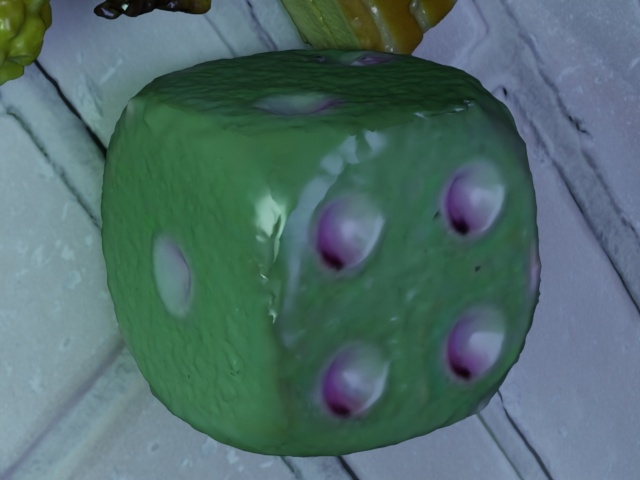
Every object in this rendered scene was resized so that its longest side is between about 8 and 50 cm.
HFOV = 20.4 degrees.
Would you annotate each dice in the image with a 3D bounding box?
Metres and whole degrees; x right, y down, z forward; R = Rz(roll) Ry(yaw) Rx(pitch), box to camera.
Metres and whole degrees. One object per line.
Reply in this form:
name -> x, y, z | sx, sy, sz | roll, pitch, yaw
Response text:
dice -> 0.000, 0.000, 1.676 | 0.330, 0.318, 0.322 | -15, 112, -31

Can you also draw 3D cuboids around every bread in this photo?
bread -> 0.057, -0.321, 1.812 | 0.239, 0.111, 0.246 | -45, 125, -22

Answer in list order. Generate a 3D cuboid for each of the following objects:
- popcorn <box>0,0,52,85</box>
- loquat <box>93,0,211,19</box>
popcorn -> -0.346, -0.217, 1.424 | 0.250, 0.235, 0.241 | -34, 96, -51
loquat -> -0.152, -0.305, 1.570 | 0.244, 0.244, 0.244 | -9, 104, -38
